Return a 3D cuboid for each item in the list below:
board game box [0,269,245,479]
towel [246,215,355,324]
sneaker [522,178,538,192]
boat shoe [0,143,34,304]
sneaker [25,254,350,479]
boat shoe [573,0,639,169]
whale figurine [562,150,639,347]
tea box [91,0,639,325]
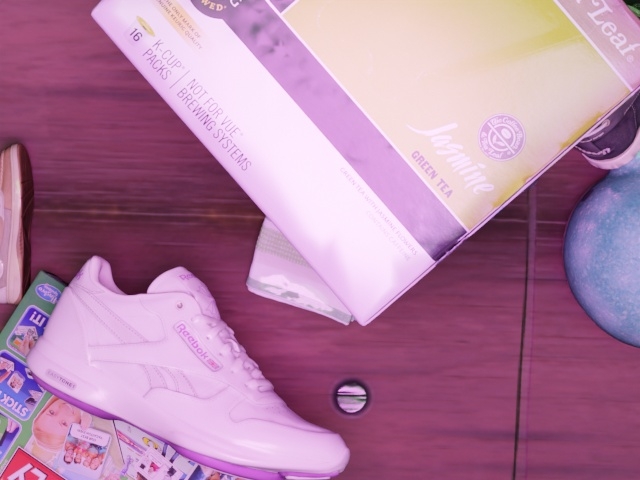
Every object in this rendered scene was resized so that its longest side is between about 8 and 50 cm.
[{"bbox_3d":[-0.184,0.200,1.680,0.317,0.046,0.213,32,88,14],"label":"board game box"},{"bbox_3d":[0.000,0.000,1.691,0.113,0.023,0.152,17,120,0],"label":"towel"},{"bbox_3d":[0.175,-0.136,1.668,0.147,0.104,0.296,44,101,-5],"label":"sneaker"},{"bbox_3d":[-0.297,-0.015,1.709,0.048,0.056,0.153,4,106,3],"label":"boat shoe"},{"bbox_3d":[-0.107,0.111,1.595,0.305,0.114,0.152,23,87,14],"label":"sneaker"},{"bbox_3d":[0.277,-0.184,1.641,0.079,0.084,0.233,31,75,-42],"label":"boat shoe"},{"bbox_3d":[0.348,-0.018,1.654,0.272,0.141,0.216,-39,94,4],"label":"whale figurine"},{"bbox_3d":[0.048,-0.167,1.493,0.323,0.220,0.329,-40,94,6],"label":"tea box"}]
